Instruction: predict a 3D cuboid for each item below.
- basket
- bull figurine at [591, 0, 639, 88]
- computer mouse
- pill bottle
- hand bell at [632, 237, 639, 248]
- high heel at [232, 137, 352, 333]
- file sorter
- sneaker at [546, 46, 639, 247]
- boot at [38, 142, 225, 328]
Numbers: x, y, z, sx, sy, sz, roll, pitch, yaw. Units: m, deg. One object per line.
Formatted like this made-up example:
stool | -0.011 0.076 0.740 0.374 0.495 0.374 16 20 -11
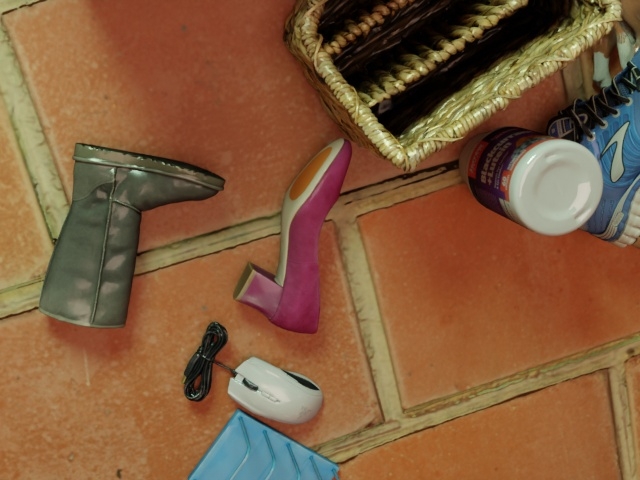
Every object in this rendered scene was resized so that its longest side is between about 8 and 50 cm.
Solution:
basket | 0.124 -0.249 0.877 0.299 0.223 0.213 -34 109 -2
bull figurine | 0.484 -0.283 1.016 0.311 0.101 0.188 -4 112 -8
computer mouse | -0.078 0.186 1.042 0.193 0.042 0.106 26 97 -18
pill bottle | 0.238 -0.078 0.965 0.108 0.193 0.108 -3 105 -13
hand bell | 0.495 -0.015 1.018 0.126 0.242 0.126 -3 106 -12
high heel | 0.000 0.000 0.989 0.117 0.082 0.244 27 97 -19
file sorter | -0.065 0.324 1.051 0.170 0.104 0.118 34 94 -19
sneaker | 0.354 -0.132 0.971 0.147 0.129 0.329 12 130 2
boot | -0.219 0.003 0.942 0.190 0.076 0.208 11 96 -1
